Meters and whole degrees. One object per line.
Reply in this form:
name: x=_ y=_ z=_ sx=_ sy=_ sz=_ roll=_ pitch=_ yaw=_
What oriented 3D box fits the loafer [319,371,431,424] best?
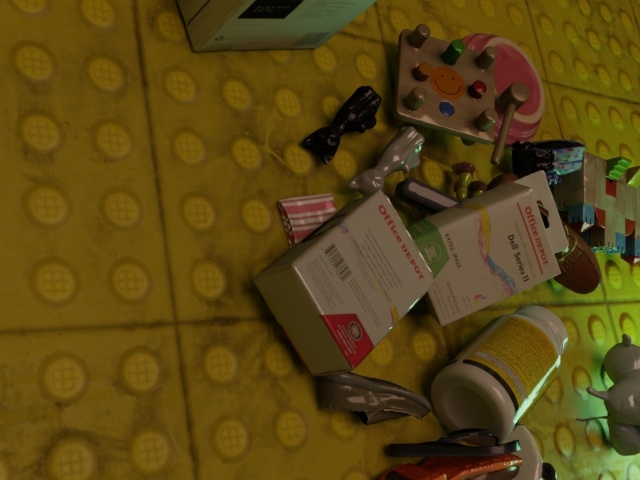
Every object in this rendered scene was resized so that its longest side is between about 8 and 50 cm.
loafer: x=0.099 y=0.311 z=1.560 sx=0.251 sy=0.094 sz=0.088 roll=19 pitch=85 yaw=-22

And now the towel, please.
towel: x=0.000 y=0.000 z=1.631 sx=0.144 sy=0.029 sz=0.197 roll=-11 pitch=80 yaw=-42

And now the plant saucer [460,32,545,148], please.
plant saucer: x=0.490 y=-0.413 z=2.162 sx=0.332 sy=0.084 sz=0.332 roll=15 pitch=64 yaw=-34

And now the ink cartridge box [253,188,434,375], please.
ink cartridge box: x=0.052 y=0.078 z=1.534 sx=0.306 sy=0.131 sz=0.226 roll=-39 pitch=102 yaw=-44

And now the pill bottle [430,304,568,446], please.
pill bottle: x=0.399 y=0.276 z=1.738 sx=0.334 sy=0.188 sz=0.188 roll=-33 pitch=95 yaw=-42

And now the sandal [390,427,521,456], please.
sandal: x=0.263 y=0.392 z=1.567 sx=0.254 sy=0.097 sz=0.055 roll=0 pitch=76 yaw=0

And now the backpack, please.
backpack: x=0.586 y=-0.201 z=2.063 sx=0.173 sy=0.158 sz=0.117 roll=-4 pitch=96 yaw=3

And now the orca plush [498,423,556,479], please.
orca plush: x=0.436 y=0.545 z=1.719 sx=0.102 sy=0.151 sz=0.287 roll=60 pitch=13 yaw=-55

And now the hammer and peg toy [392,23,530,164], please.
hammer and peg toy: x=0.348 y=-0.349 z=1.927 sx=0.361 sy=0.127 sz=0.266 roll=14 pitch=63 yaw=-14

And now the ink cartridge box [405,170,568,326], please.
ink cartridge box: x=0.366 y=0.010 z=1.714 sx=0.353 sy=0.119 sz=0.207 roll=-24 pitch=104 yaw=-3

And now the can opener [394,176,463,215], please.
can opener: x=0.290 y=-0.050 z=1.781 sx=0.280 sy=0.074 sz=0.093 roll=28 pitch=71 yaw=-12

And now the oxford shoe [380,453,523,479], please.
oxford shoe: x=0.263 y=0.498 z=1.604 sx=0.363 sy=0.130 sz=0.133 roll=-4 pitch=93 yaw=-34

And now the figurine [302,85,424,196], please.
figurine: x=0.094 y=-0.197 z=1.734 sx=0.215 sy=0.092 sz=0.209 roll=44 pitch=58 yaw=3

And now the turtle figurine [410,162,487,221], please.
turtle figurine: x=0.325 y=-0.078 z=1.888 sx=0.269 sy=0.087 sz=0.217 roll=36 pitch=54 yaw=-23

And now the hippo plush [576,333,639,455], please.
hippo plush: x=0.788 y=0.387 z=2.042 sx=0.294 sy=0.234 sz=0.237 roll=7 pitch=38 yaw=7

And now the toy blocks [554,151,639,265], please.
toy blocks: x=0.767 y=-0.077 z=2.212 sx=0.381 sy=0.190 sz=0.261 roll=14 pitch=76 yaw=-36

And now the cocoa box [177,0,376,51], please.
cocoa box: x=-0.099 y=-0.538 z=1.629 sx=0.347 sy=0.231 sz=0.228 roll=-14 pitch=81 yaw=-42

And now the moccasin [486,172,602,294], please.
moccasin: x=0.556 y=-0.006 z=1.994 sx=0.380 sy=0.139 sz=0.147 roll=50 pitch=24 yaw=-13
